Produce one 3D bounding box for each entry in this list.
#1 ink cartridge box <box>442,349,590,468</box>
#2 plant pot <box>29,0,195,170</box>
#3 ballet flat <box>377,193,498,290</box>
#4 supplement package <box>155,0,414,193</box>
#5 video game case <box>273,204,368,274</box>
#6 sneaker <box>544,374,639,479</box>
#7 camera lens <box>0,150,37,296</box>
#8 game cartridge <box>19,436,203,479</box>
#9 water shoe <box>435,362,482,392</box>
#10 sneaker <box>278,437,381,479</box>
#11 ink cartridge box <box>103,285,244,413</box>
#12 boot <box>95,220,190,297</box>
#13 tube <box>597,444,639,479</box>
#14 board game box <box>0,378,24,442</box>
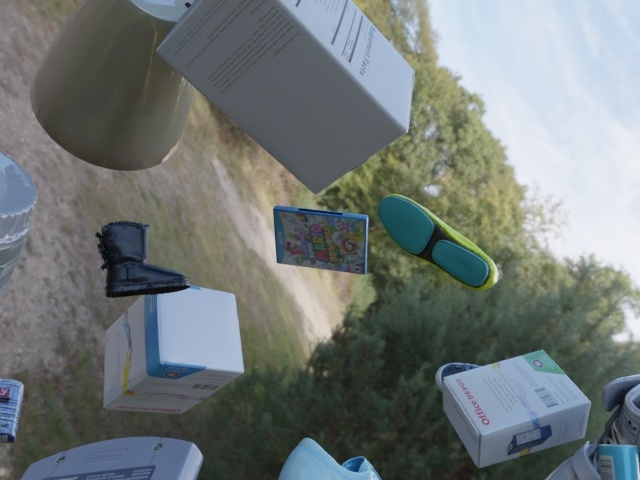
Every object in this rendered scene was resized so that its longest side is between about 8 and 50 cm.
[{"bbox_3d":[0.348,0.302,1.134,0.154,0.213,0.093,-119,-159,-57],"label":"ink cartridge box"},{"bbox_3d":[-0.293,-0.290,0.972,0.274,0.257,0.256,-44,-119,47],"label":"plant pot"},{"bbox_3d":[0.190,0.004,1.005,0.231,0.077,0.077,39,20,30],"label":"ballet flat"},{"bbox_3d":[-0.033,-0.243,0.847,0.293,0.178,0.175,41,38,-24],"label":"supplement package"},{"bbox_3d":[0.000,0.000,1.101,0.015,0.167,0.119,-66,159,-53],"label":"video game case"},{"bbox_3d":[0.464,0.336,0.984,0.210,0.366,0.137,47,12,-38],"label":"sneaker"},{"bbox_3d":[-0.476,0.024,0.707,0.219,0.274,0.219,31,17,-11],"label":"camera lens"},{"bbox_3d":[-0.317,0.371,0.877,0.198,0.298,0.062,-69,143,-60],"label":"game cartridge"},{"bbox_3d":[0.352,0.305,1.385,0.080,0.203,0.072,143,-51,-58],"label":"water shoe"},{"bbox_3d":[0.085,0.467,1.090,0.366,0.135,0.150,40,56,-24],"label":"sneaker"},{"bbox_3d":[-0.335,0.247,1.389,0.198,0.270,0.197,17,49,-38],"label":"ink cartridge box"},{"bbox_3d":[-0.242,0.024,0.850,0.045,0.121,0.099,137,-53,-62],"label":"boot"},{"bbox_3d":[0.420,0.390,0.860,0.080,0.052,0.206,50,40,-67],"label":"tube"},{"bbox_3d":[-0.790,0.361,1.427,0.194,0.194,0.060,-106,-146,-45],"label":"board game box"}]
